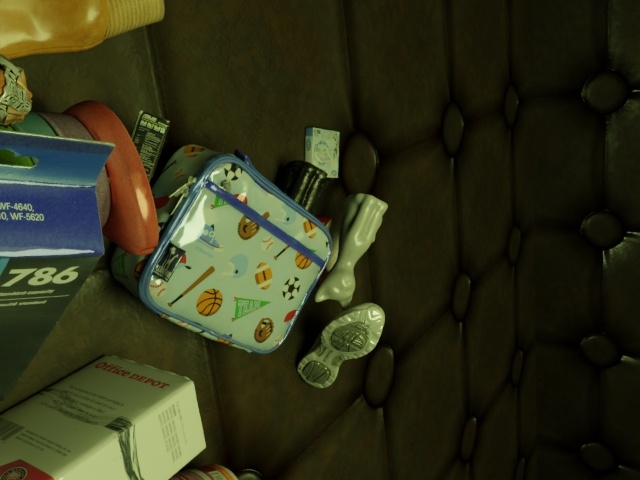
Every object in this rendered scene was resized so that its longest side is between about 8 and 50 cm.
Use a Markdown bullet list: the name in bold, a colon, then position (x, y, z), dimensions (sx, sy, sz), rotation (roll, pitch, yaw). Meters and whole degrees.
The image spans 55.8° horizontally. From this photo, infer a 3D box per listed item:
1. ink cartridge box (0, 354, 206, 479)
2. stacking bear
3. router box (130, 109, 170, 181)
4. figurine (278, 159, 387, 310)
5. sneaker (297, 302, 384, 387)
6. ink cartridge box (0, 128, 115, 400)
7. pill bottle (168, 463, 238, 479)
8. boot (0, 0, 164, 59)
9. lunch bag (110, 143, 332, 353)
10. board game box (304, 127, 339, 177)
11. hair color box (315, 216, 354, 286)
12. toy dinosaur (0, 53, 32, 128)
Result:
- **ink cartridge box**: position (-0.272, 0.236, 0.668), dimensions (0.237, 0.172, 0.100), rotation (-30, 119, -50)
- **stacking bear**: position (-0.331, -0.033, 0.572), dimensions (0.289, 0.175, 0.164), rotation (-24, 121, -42)
- **router box**: position (-0.223, -0.095, 0.742), dimensions (0.038, 0.122, 0.092), rotation (19, 78, -19)
- **figurine**: position (0.000, 0.000, 1.057), dimensions (0.215, 0.092, 0.209), rotation (25, 80, -23)
- **sneaker**: position (0.041, 0.171, 1.121), dimensions (0.090, 0.232, 0.115), rotation (39, 37, -6)
- **ink cartridge box**: position (-0.299, 0.046, 0.496), dimensions (0.165, 0.332, 0.065), rotation (-1, 52, -47)
- **pill bottle**: position (-0.213, 0.381, 0.817), dimensions (0.221, 0.121, 0.121), rotation (15, 82, -54)
- **boot**: position (-0.304, -0.341, 0.620), dimensions (0.211, 0.104, 0.295), rotation (-25, 100, -34)
- **lunch bag**: position (-0.124, 0.013, 0.850), dimensions (0.303, 0.115, 0.243), rotation (38, 80, -47)
- **board game box**: position (0.003, -0.164, 1.145), dimensions (0.090, 0.020, 0.090), rotation (-5, 98, -55)
- **hair color box**: position (0.012, 0.031, 1.162), dimensions (0.072, 0.043, 0.141), rotation (-52, 133, -37)
- **toy dinosaur**: position (-0.378, -0.172, 0.423), dimensions (0.322, 0.218, 0.164), rotation (54, 53, -43)
